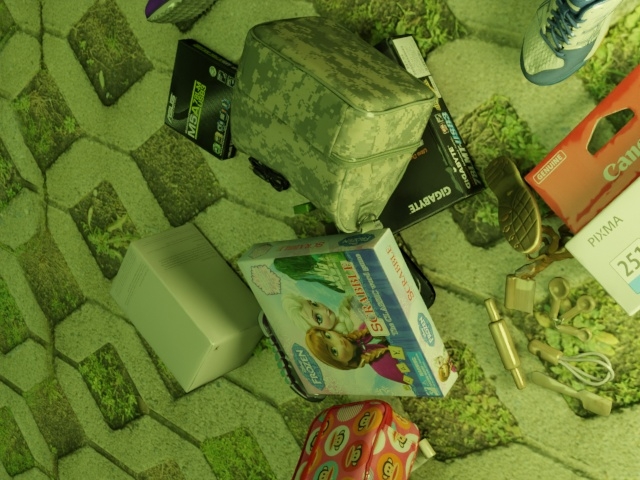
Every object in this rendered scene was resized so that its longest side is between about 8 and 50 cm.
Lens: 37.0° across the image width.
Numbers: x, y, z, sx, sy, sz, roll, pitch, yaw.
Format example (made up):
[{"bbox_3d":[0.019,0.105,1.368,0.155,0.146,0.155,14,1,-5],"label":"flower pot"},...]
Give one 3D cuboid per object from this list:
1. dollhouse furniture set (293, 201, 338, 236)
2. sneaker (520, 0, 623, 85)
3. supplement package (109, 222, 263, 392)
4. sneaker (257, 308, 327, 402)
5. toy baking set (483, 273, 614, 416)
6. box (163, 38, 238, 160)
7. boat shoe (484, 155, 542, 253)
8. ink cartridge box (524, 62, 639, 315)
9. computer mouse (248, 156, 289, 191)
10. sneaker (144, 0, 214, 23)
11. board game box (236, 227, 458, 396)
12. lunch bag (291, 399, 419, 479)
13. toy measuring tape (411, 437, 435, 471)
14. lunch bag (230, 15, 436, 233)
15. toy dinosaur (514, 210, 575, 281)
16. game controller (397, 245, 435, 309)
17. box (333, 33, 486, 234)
[{"bbox_3d":[0.000,0.000,1.808,0.076,0.059,0.151,-6,100,44],"label":"dollhouse furniture set"},{"bbox_3d":[0.354,-0.331,1.320,0.112,0.131,0.296,49,132,17],"label":"sneaker"},{"bbox_3d":[-0.278,0.138,2.028,0.293,0.178,0.175,48,131,20],"label":"supplement package"},{"bbox_3d":[-0.041,0.213,1.908,0.098,0.083,0.223,-42,75,37],"label":"sneaker"},{"bbox_3d":[0.370,0.172,1.550,0.197,0.030,0.256,-15,94,44],"label":"toy baking set"},{"bbox_3d":[-0.230,-0.285,1.930,0.184,0.045,0.190,33,124,27],"label":"box"},{"bbox_3d":[0.306,-0.051,1.464,0.064,0.060,0.178,-35,46,28],"label":"boat shoe"},{"bbox_3d":[0.454,-0.086,1.327,0.261,0.066,0.296,51,122,16],"label":"ink cartridge box"},{"bbox_3d":[-0.088,-0.197,1.835,0.106,0.042,0.193,38,133,32],"label":"computer mouse"},{"bbox_3d":[-0.247,-0.534,1.829,0.293,0.102,0.146,-30,80,39],"label":"sneaker"},{"bbox_3d":[0.045,0.138,1.709,0.318,0.066,0.318,-7,119,41],"label":"board game box"},{"bbox_3d":[0.038,0.448,1.785,0.120,0.293,0.258,40,145,-26],"label":"lunch bag"},{"bbox_3d":[0.092,0.486,1.856,0.121,0.121,0.330,55,133,14],"label":"toy measuring tape"},{"bbox_3d":[0.001,-0.185,1.537,0.305,0.213,0.256,39,127,28],"label":"lunch bag"},{"bbox_3d":[0.386,0.005,1.472,0.212,0.064,0.112,-20,117,46],"label":"toy dinosaur"},{"bbox_3d":[0.058,0.089,1.759,0.319,0.067,0.166,-18,111,44],"label":"game controller"},{"bbox_3d":[0.101,-0.159,1.654,0.296,0.073,0.293,-27,85,45],"label":"box"}]
